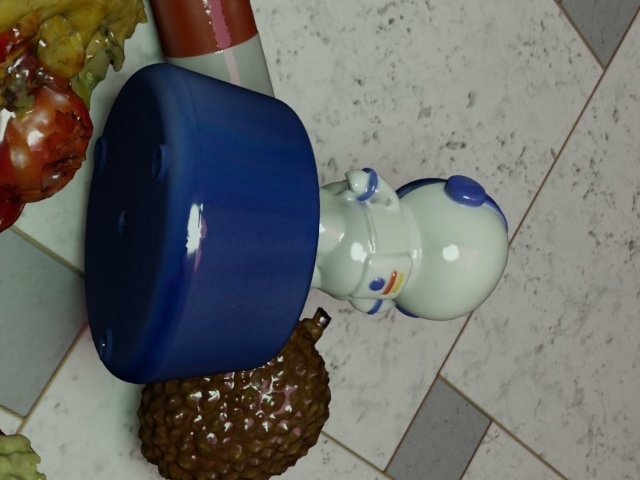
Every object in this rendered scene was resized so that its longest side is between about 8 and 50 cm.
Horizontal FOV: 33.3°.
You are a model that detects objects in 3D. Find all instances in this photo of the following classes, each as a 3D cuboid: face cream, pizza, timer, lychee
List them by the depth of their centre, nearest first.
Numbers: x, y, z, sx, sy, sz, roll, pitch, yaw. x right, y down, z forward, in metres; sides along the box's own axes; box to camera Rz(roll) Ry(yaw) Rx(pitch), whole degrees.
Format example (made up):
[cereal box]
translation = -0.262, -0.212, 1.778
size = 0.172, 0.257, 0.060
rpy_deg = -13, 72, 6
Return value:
[pizza]
translation = -0.279, -0.047, 0.847
size = 0.406, 0.130, 0.440
rpy_deg = -62, 174, 21
[timer]
translation = 0.000, 0.000, 0.973
size = 0.384, 0.270, 0.270
rpy_deg = 6, 98, -27
[face cream]
translation = -0.101, -0.173, 1.047
size = 0.096, 0.096, 0.214
rpy_deg = -29, 118, -32
[lychee]
translation = -0.077, 0.154, 1.089
size = 0.238, 0.200, 0.200
rpy_deg = -38, 123, -17

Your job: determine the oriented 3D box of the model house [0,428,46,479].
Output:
[model house]
translation = -0.335, 0.223, 0.848
size = 0.196, 0.254, 0.160
rpy_deg = 10, 98, -41
